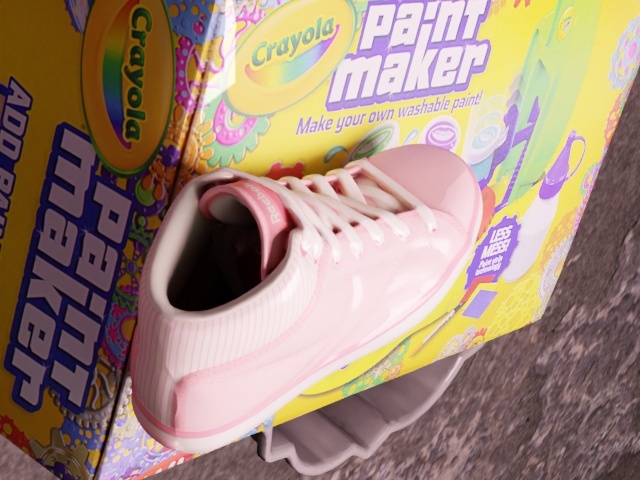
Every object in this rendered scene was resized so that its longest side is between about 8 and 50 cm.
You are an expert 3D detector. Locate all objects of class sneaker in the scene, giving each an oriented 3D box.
[{"bbox_3d":[0.000,0.000,0.450,0.134,0.051,0.070,-37,150,-27],"label":"sneaker"}]

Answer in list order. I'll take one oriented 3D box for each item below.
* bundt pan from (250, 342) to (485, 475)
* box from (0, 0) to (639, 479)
[{"bbox_3d":[0.021,-0.027,0.962,0.331,0.124,0.331,-38,144,-35],"label":"bundt pan"},{"bbox_3d":[-0.066,-0.078,0.619,0.290,0.279,0.177,-14,127,-52],"label":"box"}]
